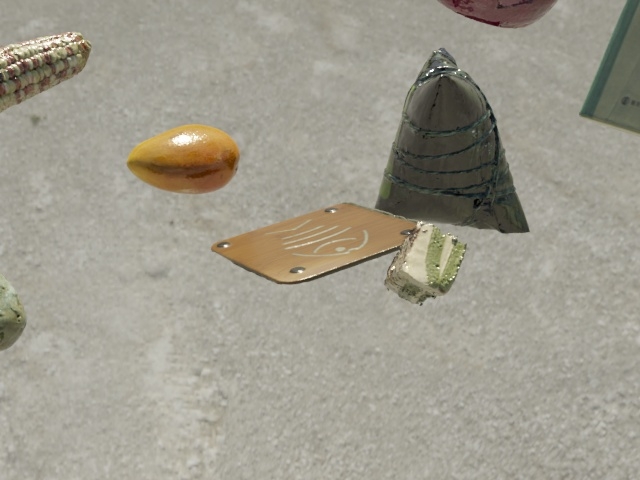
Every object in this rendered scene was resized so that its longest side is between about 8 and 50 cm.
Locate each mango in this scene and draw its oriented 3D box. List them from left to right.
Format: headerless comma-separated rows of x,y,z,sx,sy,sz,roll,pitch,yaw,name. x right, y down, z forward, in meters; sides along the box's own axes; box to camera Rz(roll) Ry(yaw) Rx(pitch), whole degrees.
-0.251,-0.153,1.616,0.217,0.102,0.141,-6,74,-24,mango

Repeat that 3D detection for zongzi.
0.242,-0.192,1.671,0.319,0.384,0.362,-1,7,10,zongzi

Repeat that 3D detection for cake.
0.088,0.024,0.768,0.051,0.140,0.055,24,80,0,cake

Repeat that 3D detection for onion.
0.261,-0.398,1.272,0.250,0.247,0.111,17,64,-11,onion

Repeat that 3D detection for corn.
-0.383,-0.196,1.058,0.237,0.079,0.079,-32,61,-34,corn

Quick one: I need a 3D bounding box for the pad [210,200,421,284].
0.000,0.000,1.416,0.286,0.018,0.284,-19,21,-27,pad

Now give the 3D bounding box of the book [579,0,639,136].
0.313,-0.182,0.556,0.214,0.283,0.025,25,10,36,book

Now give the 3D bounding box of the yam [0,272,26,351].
-0.523,0.019,1.157,0.330,0.133,0.133,46,51,2,yam
